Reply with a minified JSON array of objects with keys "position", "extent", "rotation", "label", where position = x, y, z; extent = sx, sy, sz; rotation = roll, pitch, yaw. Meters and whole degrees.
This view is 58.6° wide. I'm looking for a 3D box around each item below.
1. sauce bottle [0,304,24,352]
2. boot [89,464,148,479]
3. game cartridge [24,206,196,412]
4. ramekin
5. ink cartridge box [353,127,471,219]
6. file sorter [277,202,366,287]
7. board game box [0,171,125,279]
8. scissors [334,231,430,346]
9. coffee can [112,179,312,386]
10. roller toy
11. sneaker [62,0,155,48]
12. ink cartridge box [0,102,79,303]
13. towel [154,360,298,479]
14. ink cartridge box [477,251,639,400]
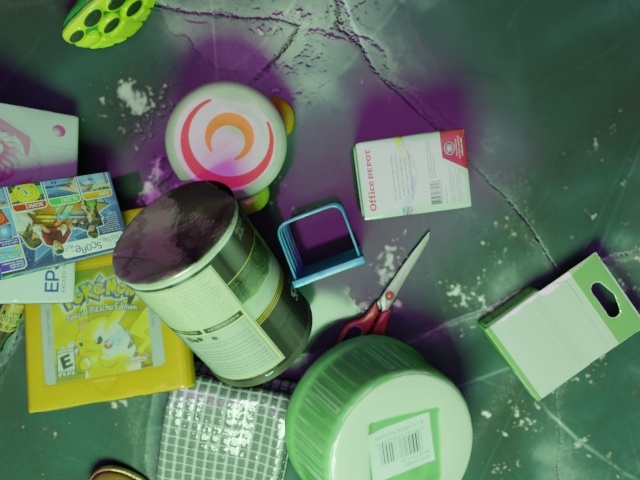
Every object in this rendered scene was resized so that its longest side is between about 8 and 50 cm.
[{"position":[-0.576,0.148,1.052],"extent":[0.042,0.042,0.128],"rotation":[26,98,-2],"label":"sauce bottle"},{"position":[-0.345,0.561,1.012],"extent":[0.109,0.220,0.283],"rotation":[-28,96,5],"label":"boot"},{"position":[-0.375,0.114,0.990],"extent":[0.285,0.053,0.324],"rotation":[-10,80,3],"label":"game cartridge"},{"position":[0.106,0.324,0.955],"extent":[0.303,0.148,0.303],"rotation":[-3,97,-22],"label":"ramekin"},{"position":[0.147,-0.112,0.959],"extent":[0.176,0.127,0.128],"rotation":[-7,98,2],"label":"ink cartridge box"},{"position":[0.000,0.000,0.957],"extent":[0.118,0.170,0.104],"rotation":[-21,94,4],"label":"file sorter"},{"position":[-0.421,-0.028,0.910],"extent":[0.201,0.035,0.136],"rotation":[-16,90,-40],"label":"board game box"},{"position":[0.108,0.112,1.043],"extent":[0.109,0.021,0.297],"rotation":[17,99,1],"label":"scissors"},{"position":[-0.157,0.073,0.892],"extent":[0.201,0.201,0.275],"rotation":[-26,131,4],"label":"coffee can"},{"position":[-0.155,-0.164,0.950],"extent":[0.191,0.146,0.209],"rotation":[21,92,-11],"label":"roller toy"},{"position":[-0.333,-0.451,0.950],"extent":[0.123,0.109,0.295],"rotation":[42,99,19],"label":"sneaker"},{"position":[-0.554,-0.062,0.883],"extent":[0.330,0.071,0.324],"rotation":[3,80,-37],"label":"ink cartridge box"},{"position":[-0.172,0.380,1.035],"extent":[0.235,0.121,0.284],"rotation":[11,98,1],"label":"towel"},{"position":[0.430,0.151,1.026],"extent":[0.235,0.056,0.171],"rotation":[-37,96,2],"label":"ink cartridge box"}]
